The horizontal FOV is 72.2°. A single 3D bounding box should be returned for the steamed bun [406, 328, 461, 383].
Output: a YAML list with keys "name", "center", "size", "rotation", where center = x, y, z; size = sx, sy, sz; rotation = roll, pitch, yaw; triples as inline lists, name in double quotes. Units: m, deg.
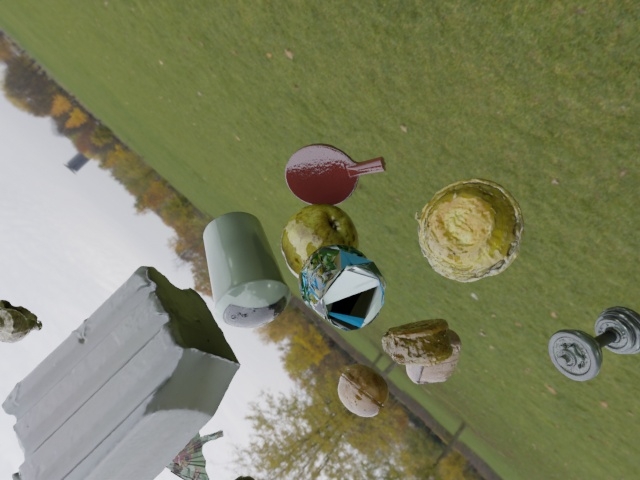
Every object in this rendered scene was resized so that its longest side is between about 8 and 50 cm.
- name: "steamed bun"
  center: [0.555, 0.566, 2.230]
  size: [0.252, 0.301, 0.199]
  rotation: [4, -155, -24]

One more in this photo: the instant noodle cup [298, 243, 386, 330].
- name: "instant noodle cup"
  center: [0.067, 0.137, 1.237]
  size: [0.240, 0.240, 0.178]
  rotation: [46, 178, -19]

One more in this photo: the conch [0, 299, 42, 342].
- name: "conch"
  center: [-1.024, 0.268, 1.481]
  size: [0.207, 0.130, 0.155]
  rotation: [27, -137, -74]

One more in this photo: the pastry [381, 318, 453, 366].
- name: "pastry"
  center: [0.342, 0.361, 1.540]
  size: [0.240, 0.235, 0.132]
  rotation: [2, -106, -66]

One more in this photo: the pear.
- name: "pear"
  center: [0.000, 0.000, 1.653]
  size: [0.304, 0.304, 0.304]
  rotation: [42, 171, 8]

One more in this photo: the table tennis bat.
- name: "table tennis bat"
  center: [0.050, -0.261, 1.717]
  size: [0.415, 0.051, 0.268]
  rotation: [-8, 120, 24]

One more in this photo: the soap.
- name: "soap"
  center: [-0.414, 0.322, 0.941]
  size: [0.350, 0.435, 0.213]
  rotation: [42, 177, 41]

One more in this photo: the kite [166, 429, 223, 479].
- name: "kite"
  center: [-0.450, 0.728, 1.535]
  size: [0.013, 0.268, 0.323]
  rotation: [48, -167, -52]

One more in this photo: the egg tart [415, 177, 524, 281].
- name: "egg tart"
  center: [0.507, -0.045, 1.542]
  size: [0.388, 0.387, 0.169]
  rotation: [37, -170, 34]

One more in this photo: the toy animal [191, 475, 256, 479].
- name: "toy animal"
  center: [-0.310, 0.852, 1.409]
  size: [0.233, 0.168, 0.121]
  rotation: [11, 166, -25]

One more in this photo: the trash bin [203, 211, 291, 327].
- name: "trash bin"
  center: [-0.288, 0.122, 1.672]
  size: [0.280, 0.280, 0.432]
  rotation: [54, -171, -52]

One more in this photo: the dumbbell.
- name: "dumbbell"
  center: [0.963, 0.352, 1.519]
  size: [0.179, 0.406, 0.179]
  rotation: [39, 136, 51]

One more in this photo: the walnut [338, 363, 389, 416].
- name: "walnut"
  center: [0.150, 0.535, 1.572]
  size: [0.167, 0.167, 0.207]
  rotation: [48, 163, -31]
